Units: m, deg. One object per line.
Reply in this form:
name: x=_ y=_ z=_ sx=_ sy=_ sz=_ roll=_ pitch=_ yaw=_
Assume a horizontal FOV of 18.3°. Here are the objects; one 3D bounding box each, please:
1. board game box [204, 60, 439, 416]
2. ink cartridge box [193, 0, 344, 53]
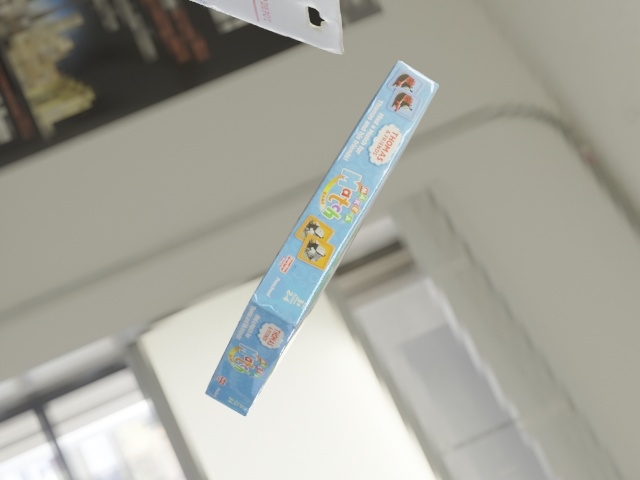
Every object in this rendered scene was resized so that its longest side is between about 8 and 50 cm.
board game box: x=0.000 y=0.000 z=1.337 sx=0.039 sy=0.211 sz=0.160 roll=30 pitch=-29 yaw=1
ink cartridge box: x=-0.060 y=-0.186 z=1.224 sx=0.180 sy=0.060 sz=0.104 roll=21 pitch=-13 yaw=8
